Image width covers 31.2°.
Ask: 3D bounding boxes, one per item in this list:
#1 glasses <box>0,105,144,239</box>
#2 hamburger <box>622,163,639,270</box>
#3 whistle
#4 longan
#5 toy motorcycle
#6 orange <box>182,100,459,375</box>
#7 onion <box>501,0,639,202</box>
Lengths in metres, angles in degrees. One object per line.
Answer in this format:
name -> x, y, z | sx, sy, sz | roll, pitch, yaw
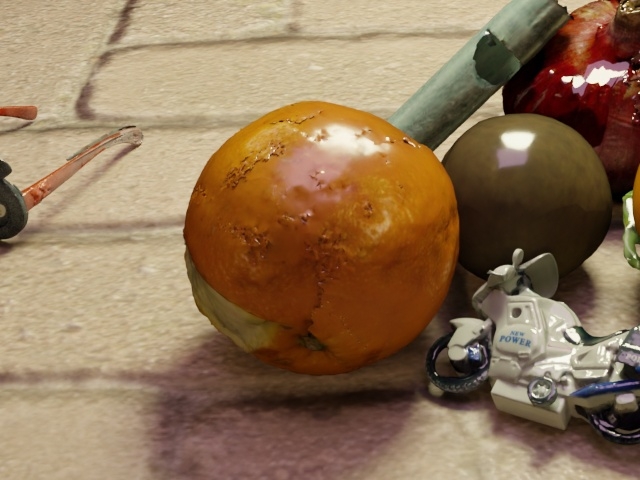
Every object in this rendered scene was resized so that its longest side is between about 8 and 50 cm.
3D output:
glasses -> -0.364, -0.118, 1.319 | 0.234, 0.118, 0.268 | 12, 37, 26
hamburger -> 0.380, -0.034, 0.995 | 0.246, 0.170, 0.246 | -14, 44, 14
whistle -> 0.130, -0.144, 1.203 | 0.312, 0.062, 0.062 | -43, 32, 14
longan -> 0.185, -0.038, 1.073 | 0.189, 0.189, 0.189 | -4, 34, 2
toy motorcycle -> 0.206, 0.086, 0.957 | 0.221, 0.102, 0.150 | 14, 59, 31
orange -> 0.000, 0.000, 0.987 | 0.240, 0.240, 0.240 | -4, 34, 2
onion -> 0.318, -0.166, 1.204 | 0.252, 0.219, 0.252 | -4, 43, 4
